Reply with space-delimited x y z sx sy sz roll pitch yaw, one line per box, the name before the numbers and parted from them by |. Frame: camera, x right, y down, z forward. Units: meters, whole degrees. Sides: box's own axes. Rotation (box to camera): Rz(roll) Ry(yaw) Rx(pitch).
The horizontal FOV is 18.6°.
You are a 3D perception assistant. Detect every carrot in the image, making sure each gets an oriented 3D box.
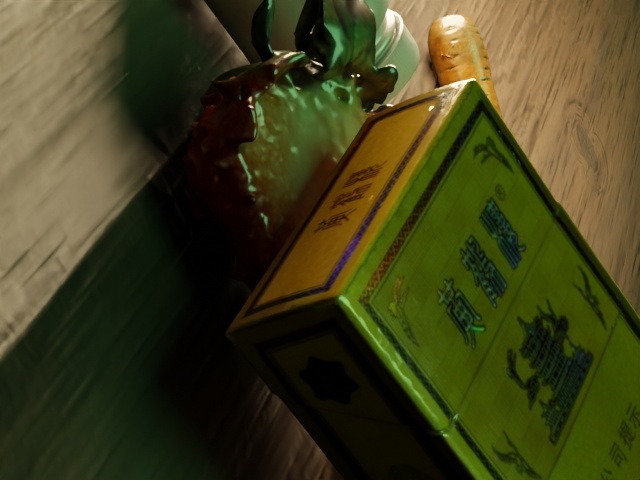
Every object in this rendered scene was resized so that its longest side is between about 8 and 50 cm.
carrot | 0.127 -0.092 1.586 0.047 0.047 0.191 9 64 -65

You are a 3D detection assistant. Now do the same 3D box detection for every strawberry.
strawberry | 0.000 0.000 1.113 0.188 0.106 0.286 -5 79 -46

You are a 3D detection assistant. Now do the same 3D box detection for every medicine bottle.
medicine bottle | -0.022 -0.166 1.231 0.187 0.103 0.103 52 25 -29

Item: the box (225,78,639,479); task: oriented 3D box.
box | 0.100 0.090 1.042 0.301 0.084 0.193 53 42 -20
